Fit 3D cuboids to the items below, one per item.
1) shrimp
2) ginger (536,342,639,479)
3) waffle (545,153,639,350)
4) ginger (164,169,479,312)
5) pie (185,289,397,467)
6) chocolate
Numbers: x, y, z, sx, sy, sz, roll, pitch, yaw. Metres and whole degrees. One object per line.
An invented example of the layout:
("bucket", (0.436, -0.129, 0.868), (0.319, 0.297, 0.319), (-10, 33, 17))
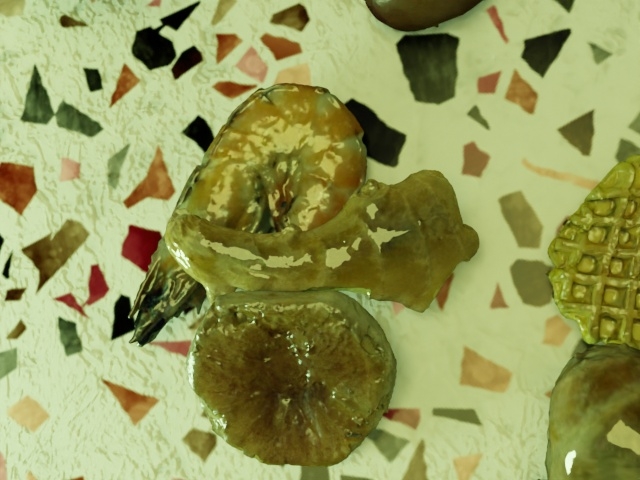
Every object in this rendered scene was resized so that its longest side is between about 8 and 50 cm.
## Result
("shrimp", (-0.070, -0.011, 0.943), (0.164, 0.062, 0.317), (34, 88, 14))
("ginger", (0.290, 0.170, 0.758), (0.304, 0.155, 0.245), (-14, 107, 17))
("waffle", (0.291, 0.012, 0.846), (0.149, 0.051, 0.194), (43, 87, 10))
("ginger", (0.000, 0.000, 0.882), (0.294, 0.086, 0.131), (1, 106, 3))
("pie", (-0.027, 0.128, 0.876), (0.195, 0.046, 0.195), (3, 110, 8))
("chocolate", (0.102, -0.266, 0.933), (0.133, 0.127, 0.124), (-54, 41, 13))
